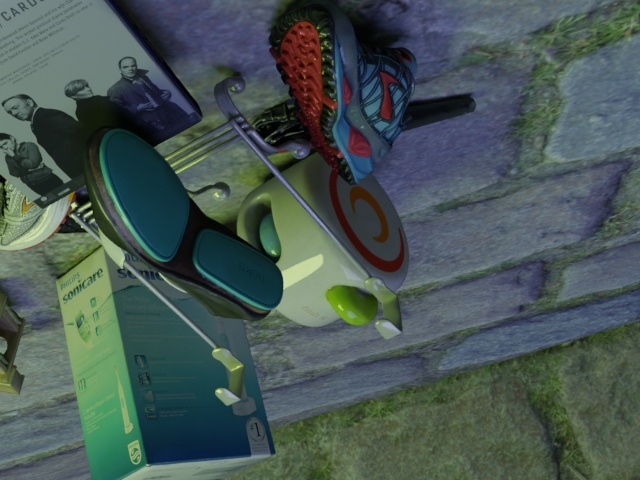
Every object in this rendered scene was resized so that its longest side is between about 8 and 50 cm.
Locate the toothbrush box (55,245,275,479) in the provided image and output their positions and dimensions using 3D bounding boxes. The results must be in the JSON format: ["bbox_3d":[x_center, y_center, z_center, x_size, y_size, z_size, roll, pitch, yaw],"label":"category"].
[{"bbox_3d":[-0.207,0.167,1.369,0.216,0.295,0.126,6,152,-46],"label":"toothbrush box"}]

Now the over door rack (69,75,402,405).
[{"bbox_3d":[-0.093,0.002,1.116,0.240,0.108,0.324,-26,113,24],"label":"over door rack"}]

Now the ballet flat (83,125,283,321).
[{"bbox_3d":[-0.148,0.001,0.975,0.096,0.095,0.280,-9,140,34],"label":"ballet flat"}]

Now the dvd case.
[{"bbox_3d":[-0.229,-0.132,0.865,0.179,0.029,0.238,-28,145,6],"label":"dvd case"}]

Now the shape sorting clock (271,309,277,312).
[{"bbox_3d":[-0.082,0.051,1.354,0.206,0.040,0.206,10,-166,-3],"label":"shape sorting clock"}]

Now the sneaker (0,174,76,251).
[{"bbox_3d":[-0.287,-0.071,1.021,0.093,0.088,0.225,11,137,-43],"label":"sneaker"}]

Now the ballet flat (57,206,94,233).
[{"bbox_3d":[-0.282,-0.033,1.177,0.173,0.049,0.057,5,-167,-41],"label":"ballet flat"}]

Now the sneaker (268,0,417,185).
[{"bbox_3d":[0.032,-0.166,1.018,0.125,0.104,0.262,-40,157,-9],"label":"sneaker"}]

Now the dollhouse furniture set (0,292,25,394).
[{"bbox_3d":[-0.491,0.126,1.394,0.161,0.101,0.182,10,158,1],"label":"dollhouse furniture set"}]

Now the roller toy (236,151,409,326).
[{"bbox_3d":[0.000,0.000,1.245,0.146,0.191,0.209,-29,-165,28],"label":"roller toy"}]

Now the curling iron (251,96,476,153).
[{"bbox_3d":[0.053,-0.133,1.160,0.274,0.035,0.068,-8,158,-20],"label":"curling iron"}]
